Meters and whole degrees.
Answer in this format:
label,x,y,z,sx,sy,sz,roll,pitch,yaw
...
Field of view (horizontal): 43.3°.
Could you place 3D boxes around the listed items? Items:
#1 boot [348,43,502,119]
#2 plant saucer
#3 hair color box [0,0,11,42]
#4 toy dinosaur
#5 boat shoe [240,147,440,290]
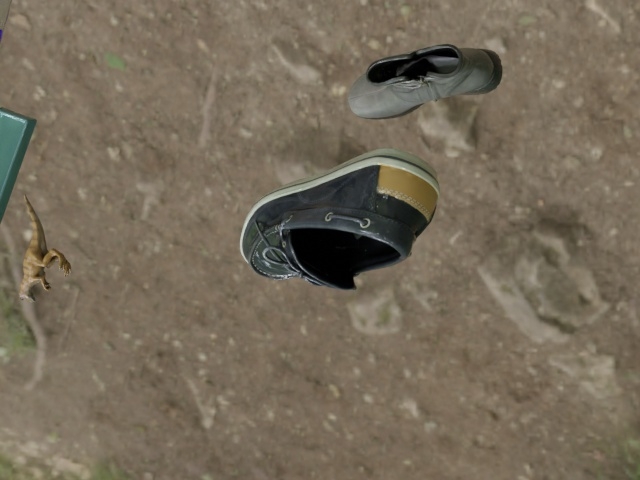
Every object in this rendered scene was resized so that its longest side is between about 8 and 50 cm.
label,x,y,z,sx,sy,sz,roll,pitch,yaw
boot,0.107,-0.222,1.086,0.247,0.083,0.161,-7,180,38
plant saucer,-0.507,-0.110,1.259,0.067,0.192,0.018,20,-179,8
hair color box,-0.691,-0.444,1.528,0.185,0.338,0.110,14,122,-23
toy dinosaur,-0.542,0.027,1.554,0.112,0.211,0.064,11,-171,1
boat shoe,0.000,0.000,1.327,0.187,0.156,0.500,28,154,-25
